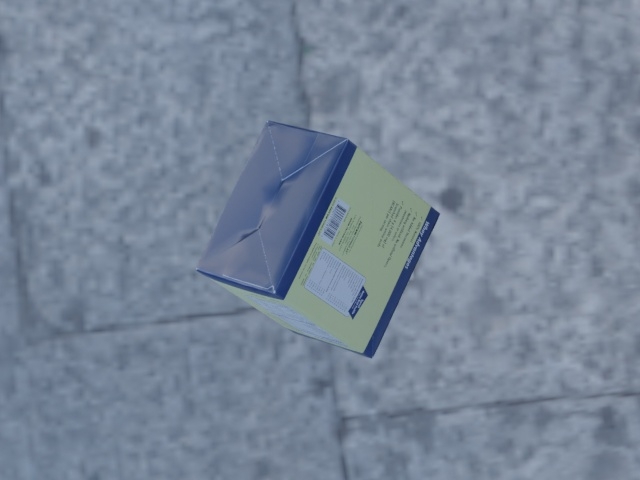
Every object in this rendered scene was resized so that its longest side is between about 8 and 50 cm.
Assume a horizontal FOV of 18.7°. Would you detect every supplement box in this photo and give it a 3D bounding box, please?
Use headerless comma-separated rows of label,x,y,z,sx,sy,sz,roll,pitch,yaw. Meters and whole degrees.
supplement box,0.000,0.000,0.938,0.056,0.083,0.083,16,76,43
